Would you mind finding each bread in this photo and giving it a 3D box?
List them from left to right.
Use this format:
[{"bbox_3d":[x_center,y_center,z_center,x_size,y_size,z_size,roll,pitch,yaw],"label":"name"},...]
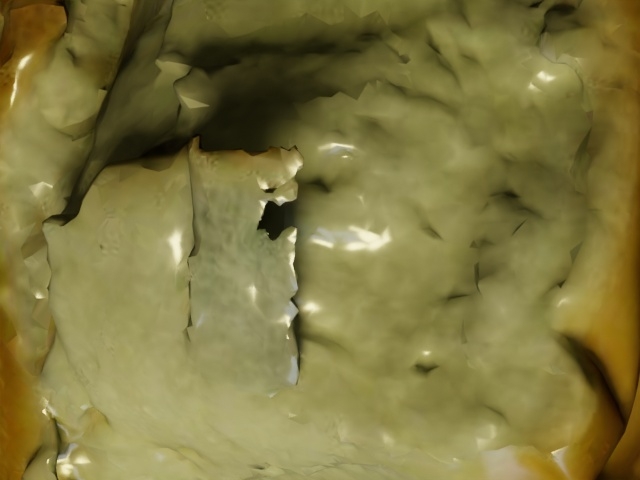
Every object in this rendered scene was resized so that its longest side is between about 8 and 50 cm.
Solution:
[{"bbox_3d":[0.000,0.000,0.560,0.225,0.250,0.279,5,152,0],"label":"bread"}]
